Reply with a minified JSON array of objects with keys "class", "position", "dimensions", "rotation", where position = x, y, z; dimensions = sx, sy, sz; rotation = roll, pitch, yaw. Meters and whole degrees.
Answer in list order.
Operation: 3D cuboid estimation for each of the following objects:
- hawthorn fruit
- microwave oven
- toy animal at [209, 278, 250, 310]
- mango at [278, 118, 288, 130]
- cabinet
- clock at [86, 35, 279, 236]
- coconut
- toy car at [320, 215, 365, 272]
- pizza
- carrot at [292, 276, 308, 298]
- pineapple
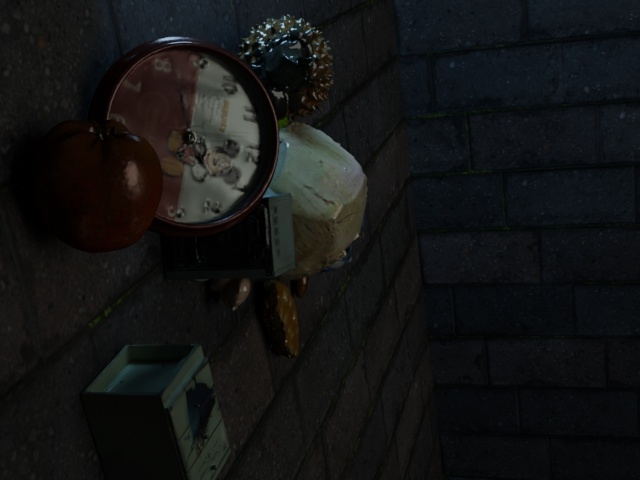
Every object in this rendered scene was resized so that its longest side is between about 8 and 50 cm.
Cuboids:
[{"class":"hawthorn fruit","position":[-0.301,-0.073,1.155],"dimensions":[0.189,0.189,0.189],"rotation":[-2,90,-72]},{"class":"microwave oven","position":[-0.163,-0.010,1.501],"dimensions":[0.122,0.208,0.162],"rotation":[-24,111,-71]},{"class":"toy animal","position":[-0.184,0.083,1.665],"dimensions":[0.082,0.091,0.114],"rotation":[31,28,-20]},{"class":"mango","position":[-0.098,-0.256,1.978],"dimensions":[0.108,0.056,0.073],"rotation":[-76,162,-48]},{"class":"cabinet","position":[-0.246,0.284,1.314],"dimensions":[0.145,0.150,0.206],"rotation":[-56,140,-60]},{"class":"clock","position":[-0.211,-0.162,1.346],"dimensions":[0.318,0.080,0.318],"rotation":[-1,91,-30]},{"class":"coconut","position":[-0.044,-0.060,1.674],"dimensions":[0.297,0.254,0.297],"rotation":[-54,-177,4]},{"class":"toy car","position":[0.000,0.000,2.006],"dimensions":[0.314,0.198,0.166],"rotation":[-67,139,-55]},{"class":"pizza","position":[-0.094,0.177,1.947],"dimensions":[0.246,0.058,0.127],"rotation":[69,24,-49]},{"class":"carrot","position":[-0.049,0.074,2.119],"dimensions":[0.048,0.048,0.139],"rotation":[21,69,-71]},{"class":"pineapple","position":[-0.072,-0.341,1.702],"dimensions":[0.357,0.223,0.222],"rotation":[-96,180,-78]}]
